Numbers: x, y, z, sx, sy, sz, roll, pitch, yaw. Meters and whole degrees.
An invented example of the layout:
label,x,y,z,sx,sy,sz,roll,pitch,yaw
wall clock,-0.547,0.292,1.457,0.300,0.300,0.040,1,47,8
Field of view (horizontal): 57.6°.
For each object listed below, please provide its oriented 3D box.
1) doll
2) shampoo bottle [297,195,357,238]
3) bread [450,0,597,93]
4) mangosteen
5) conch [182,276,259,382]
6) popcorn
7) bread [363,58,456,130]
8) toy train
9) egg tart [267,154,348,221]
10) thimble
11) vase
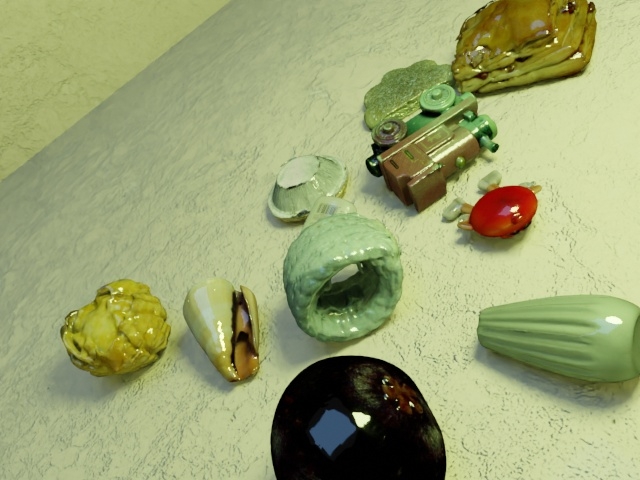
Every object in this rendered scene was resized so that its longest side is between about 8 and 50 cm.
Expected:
label,x,y,z,sx,sy,sz,roll,pitch,yaw
doll,0.355,-0.067,1.151,0.183,0.085,0.217,-36,22,-5
shampoo bottle,0.000,0.000,1.331,0.107,0.051,0.221,16,66,20
bread,0.494,-0.512,1.433,0.324,0.167,0.278,0,50,32
mangosteen,0.035,0.327,0.865,0.302,0.274,0.275,-58,33,24
conch,-0.209,0.194,1.263,0.158,0.127,0.255,-10,61,-16
popcorn,-0.464,0.203,1.350,0.250,0.190,0.250,-14,41,13
bread,0.228,-0.419,1.610,0.286,0.056,0.207,-32,41,0
toy train,0.260,-0.218,1.329,0.304,0.150,0.221,-35,50,-3
egg tart,-0.041,-0.148,1.489,0.234,0.094,0.234,-19,39,17
thimble,0.045,0.065,1.130,0.250,0.204,0.172,-44,32,14
vase,0.364,0.145,0.904,0.248,0.128,0.128,-2,49,44
